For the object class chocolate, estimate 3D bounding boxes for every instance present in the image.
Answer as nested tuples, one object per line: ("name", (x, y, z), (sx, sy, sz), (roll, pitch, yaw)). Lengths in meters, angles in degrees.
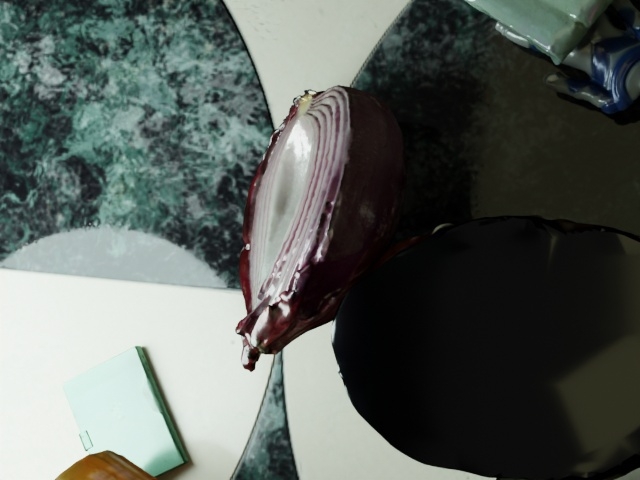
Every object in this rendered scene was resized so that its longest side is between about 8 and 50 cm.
("chocolate", (0.202, 0.091, 1.300), (0.340, 0.210, 0.225), (-3, 88, 25))

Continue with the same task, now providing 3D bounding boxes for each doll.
("doll", (0.274, -0.168, 1.376), (0.227, 0.057, 0.114), (43, 95, 28))

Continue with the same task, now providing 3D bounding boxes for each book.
("book", (-0.209, 0.193, 1.548), (0.103, 0.017, 0.135), (-28, 77, 14))

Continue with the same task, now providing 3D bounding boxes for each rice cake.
("rice cake", (0.183, -0.268, 1.398), (0.237, 0.043, 0.127), (41, 100, 34))

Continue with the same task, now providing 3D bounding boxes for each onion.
("onion", (0.000, 0.000, 1.395), (0.120, 0.227, 0.284), (22, 75, -19))

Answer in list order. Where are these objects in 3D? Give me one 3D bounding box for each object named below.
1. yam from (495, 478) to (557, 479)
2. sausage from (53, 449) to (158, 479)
("yam", (0.286, 0.309, 1.273), (0.304, 0.168, 0.168), (19, 92, 22))
("sausage", (-0.154, 0.369, 1.398), (0.287, 0.233, 0.233), (29, 96, 20))
